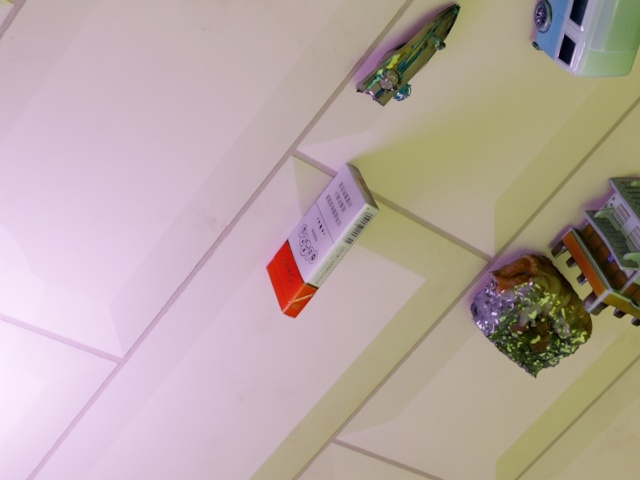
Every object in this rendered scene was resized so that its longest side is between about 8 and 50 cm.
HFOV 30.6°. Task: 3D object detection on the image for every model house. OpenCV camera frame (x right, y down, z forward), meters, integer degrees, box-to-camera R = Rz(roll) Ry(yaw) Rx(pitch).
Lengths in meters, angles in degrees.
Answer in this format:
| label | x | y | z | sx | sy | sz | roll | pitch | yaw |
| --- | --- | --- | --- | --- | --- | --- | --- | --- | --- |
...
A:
| label | x | y | z | sx | sy | sz | roll | pitch | yaw |
| --- | --- | --- | --- | --- | --- | --- | --- | --- | --- |
| model house | 0.579 | 0.027 | 2.137 | 0.198 | 0.224 | 0.215 | 26 | 117 | -31 |

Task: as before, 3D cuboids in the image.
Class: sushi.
| label | x | y | z | sx | sy | sz | roll | pitch | yaw |
| --- | --- | --- | --- | --- | --- | --- | --- | --- | --- |
| sushi | 0.405 | 0.147 | 2.209 | 0.184 | 0.139 | 0.274 | -39 | 123 | 13 |

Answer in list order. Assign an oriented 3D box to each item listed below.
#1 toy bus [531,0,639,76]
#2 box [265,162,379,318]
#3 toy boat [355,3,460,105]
| label | x | y | z | sx | sy | sz | roll | pitch | yaw |
| --- | --- | --- | --- | --- | --- | --- | --- | --- | --- |
| toy bus | 0.438 | -0.392 | 1.797 | 0.133 | 0.165 | 0.271 | -4 | 127 | -17 |
| box | 0.000 | 0.000 | 1.952 | 0.035 | 0.139 | 0.245 | 24 | 113 | -29 |
| toy boat | 0.146 | -0.293 | 1.836 | 0.210 | 0.066 | 0.084 | -46 | 161 | 5 |
